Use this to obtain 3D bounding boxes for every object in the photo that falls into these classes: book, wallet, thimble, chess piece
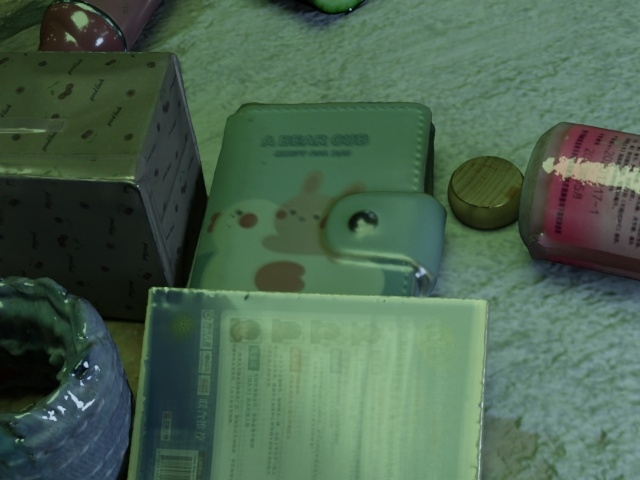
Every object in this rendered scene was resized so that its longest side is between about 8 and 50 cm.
[{"bbox_3d":[-0.012,0.156,1.285,0.322,0.018,0.228,3,75,10],"label":"book"},{"bbox_3d":[0.000,0.000,1.436,0.252,0.083,0.360,1,53,11],"label":"wallet"},{"bbox_3d":[-0.290,0.141,1.299,0.236,0.172,0.205,20,53,25],"label":"thimble"},{"bbox_3d":[0.175,-0.051,1.483,0.083,0.038,0.084,-4,47,4],"label":"chess piece"}]

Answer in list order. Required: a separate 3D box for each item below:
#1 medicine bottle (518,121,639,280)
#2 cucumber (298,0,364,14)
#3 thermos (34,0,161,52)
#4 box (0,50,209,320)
[{"bbox_3d":[0.325,-0.028,1.367,0.247,0.147,0.147,12,52,19],"label":"medicine bottle"},{"bbox_3d":[-0.043,-0.352,1.771,0.244,0.063,0.115,32,69,32],"label":"cucumber"},{"bbox_3d":[-0.270,-0.294,1.726,0.136,0.109,0.330,11,52,18],"label":"thermos"},{"bbox_3d":[-0.282,-0.055,1.436,0.297,0.225,0.190,3,50,10],"label":"box"}]
